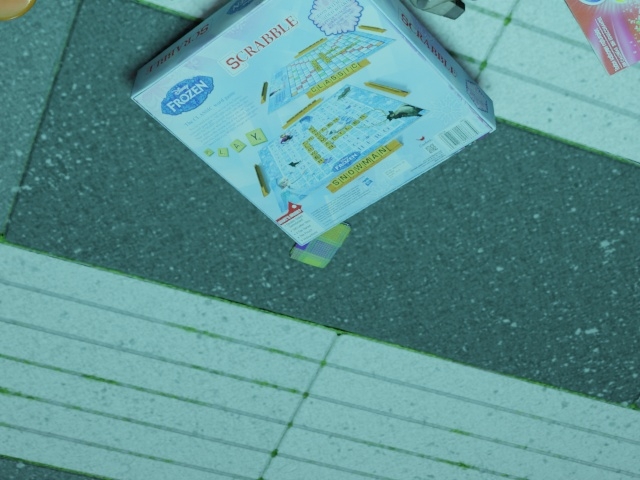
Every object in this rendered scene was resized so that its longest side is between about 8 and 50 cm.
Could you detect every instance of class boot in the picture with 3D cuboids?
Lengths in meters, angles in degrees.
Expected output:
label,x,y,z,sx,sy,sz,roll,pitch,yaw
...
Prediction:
label,x,y,z,sx,sy,sz,roll,pitch,yaw
boot,0.155,-0.317,1.513,0.087,0.042,0.118,31,117,-23

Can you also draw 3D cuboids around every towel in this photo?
label,x,y,z,sx,sy,sz,roll,pitch,yaw
towel,0.000,0.000,1.751,0.060,0.009,0.083,19,123,-20

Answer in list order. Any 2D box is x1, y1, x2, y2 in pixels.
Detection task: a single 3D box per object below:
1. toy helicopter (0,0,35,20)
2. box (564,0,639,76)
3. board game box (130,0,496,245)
label,x,y,z,sx,sy,sz,roll,pitch,yaw
toy helicopter,-0.339,-0.427,1.352,0.235,0.140,0.355,32,107,-15
box,0.308,-0.347,1.401,0.142,0.154,0.300,-27,138,17
board game box,-0.007,-0.173,1.558,0.319,0.066,0.318,-30,125,27
